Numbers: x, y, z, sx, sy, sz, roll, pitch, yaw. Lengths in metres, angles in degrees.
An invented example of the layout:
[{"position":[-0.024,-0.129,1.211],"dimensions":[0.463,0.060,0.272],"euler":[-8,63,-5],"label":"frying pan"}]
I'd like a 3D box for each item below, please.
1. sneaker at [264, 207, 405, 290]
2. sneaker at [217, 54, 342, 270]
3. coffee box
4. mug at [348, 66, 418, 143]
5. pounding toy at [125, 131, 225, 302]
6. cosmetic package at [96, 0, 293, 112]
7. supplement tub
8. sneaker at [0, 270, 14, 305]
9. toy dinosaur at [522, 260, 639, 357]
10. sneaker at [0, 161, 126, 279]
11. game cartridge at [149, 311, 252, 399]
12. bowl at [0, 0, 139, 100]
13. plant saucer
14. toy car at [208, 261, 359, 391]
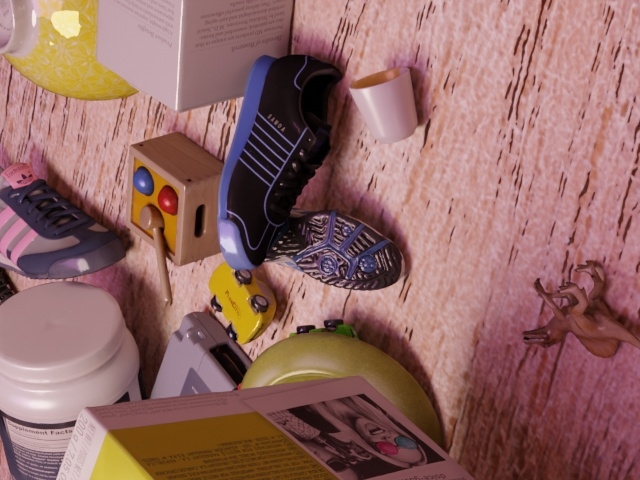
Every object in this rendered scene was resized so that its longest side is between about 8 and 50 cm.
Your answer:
[{"position":[0.000,0.000,1.874],"dimensions":[0.211,0.081,0.080],"euler":[17,100,27],"label":"sneaker"},{"position":[-0.040,-0.080,1.814],"dimensions":[0.090,0.081,0.232],"euler":[6,82,29],"label":"sneaker"},{"position":[-0.041,0.360,1.590],"dimensions":[0.334,0.338,0.337],"euler":[40,119,40],"label":"coffee box"},{"position":[0.069,-0.133,1.747],"dimensions":[0.062,0.078,0.064],"euler":[-13,107,21],"label":"mug"},{"position":[-0.172,-0.028,2.049],"dimensions":[0.130,0.100,0.141],"euler":[35,131,38],"label":"pounding toy"},{"position":[-0.131,-0.256,1.853],"dimensions":[0.151,0.151,0.183],"euler":[35,130,39],"label":"cosmetic package"},{"position":[-0.314,0.207,2.224],"dimensions":[0.191,0.191,0.272],"euler":[33,141,39],"label":"supplement tub"},{"position":[-0.452,0.086,2.498],"dimensions":[0.077,0.072,0.178],"euler":[-1,113,40],"label":"sneaker"},{"position":[0.250,0.071,1.618],"dimensions":[0.183,0.053,0.092],"euler":[6,126,58],"label":"toy dinosaur"},{"position":[-0.371,-0.031,2.291],"dimensions":[0.319,0.112,0.131],"euler":[11,117,48],"label":"sneaker"},{"position":[-0.096,0.251,2.121],"dimensions":[0.297,0.062,0.198],"euler":[49,142,26],"label":"game cartridge"},{"position":[-0.326,-0.292,2.082],"dimensions":[0.289,0.156,0.289],"euler":[25,123,44],"label":"bowl"},{"position":[0.013,0.214,1.893],"dimensions":[0.241,0.037,0.241],"euler":[10,116,21],"label":"plant saucer"},{"position":[-0.031,0.131,1.964],"dimensions":[0.225,0.053,0.239],"euler":[-12,79,44],"label":"toy car"}]
